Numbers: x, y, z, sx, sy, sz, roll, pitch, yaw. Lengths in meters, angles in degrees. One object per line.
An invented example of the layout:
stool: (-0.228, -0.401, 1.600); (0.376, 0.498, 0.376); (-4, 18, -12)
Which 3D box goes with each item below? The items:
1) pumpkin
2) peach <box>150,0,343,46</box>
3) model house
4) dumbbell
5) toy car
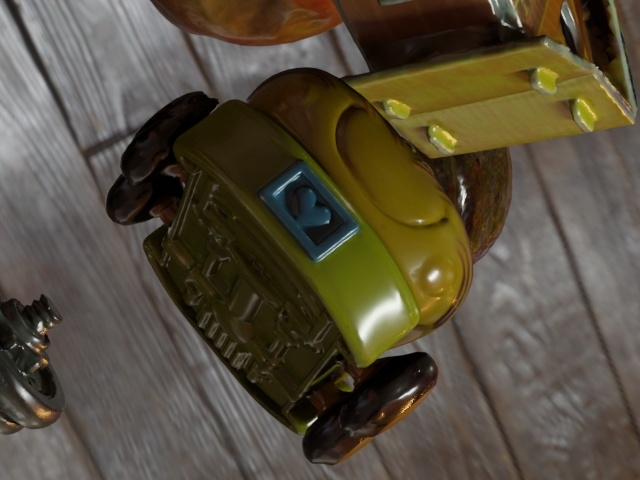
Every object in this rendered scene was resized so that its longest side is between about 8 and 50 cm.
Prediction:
pumpkin: (0.082, 0.005, 1.686); (0.149, 0.130, 0.254); (36, 110, -16)
peach: (-0.060, -0.269, 1.700); (0.235, 0.214, 0.214); (-28, 120, 30)
model house: (0.124, -0.229, 1.244); (0.300, 0.340, 0.323); (-9, 128, 25)
dumbbell: (-0.412, 0.174, 1.812); (0.406, 0.179, 0.179); (-34, 116, 3)
toy car: (0.000, 0.000, 1.044); (0.142, 0.248, 0.200); (-39, 87, -19)
